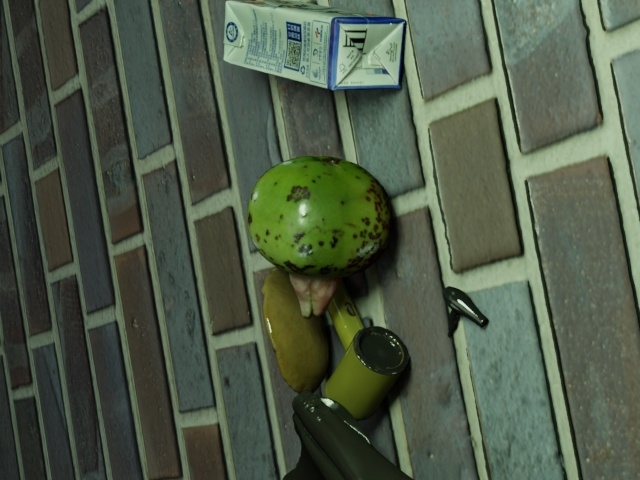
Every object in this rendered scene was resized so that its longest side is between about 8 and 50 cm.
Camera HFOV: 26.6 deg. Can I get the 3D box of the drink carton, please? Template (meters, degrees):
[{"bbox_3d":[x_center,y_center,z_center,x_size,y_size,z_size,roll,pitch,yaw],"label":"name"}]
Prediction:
[{"bbox_3d":[-0.015,-0.299,2.031,0.315,0.130,0.107,24,113,54],"label":"drink carton"}]

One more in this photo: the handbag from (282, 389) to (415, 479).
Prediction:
[{"bbox_3d":[0.040,0.375,2.001,0.257,0.113,0.285,43,149,32],"label":"handbag"}]

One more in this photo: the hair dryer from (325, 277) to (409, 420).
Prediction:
[{"bbox_3d":[0.036,0.131,2.080,0.135,0.090,0.279,-63,40,43],"label":"hair dryer"}]

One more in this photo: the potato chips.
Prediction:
[{"bbox_3d":[-0.030,0.139,2.131,0.061,0.195,0.208,-15,57,19],"label":"potato chips"}]

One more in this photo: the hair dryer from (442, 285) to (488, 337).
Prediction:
[{"bbox_3d":[0.196,0.111,1.883,0.079,0.031,0.083,44,144,33],"label":"hair dryer"}]

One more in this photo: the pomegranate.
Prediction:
[{"bbox_3d":[0.000,0.000,1.990,0.214,0.214,0.248,26,120,52],"label":"pomegranate"}]
